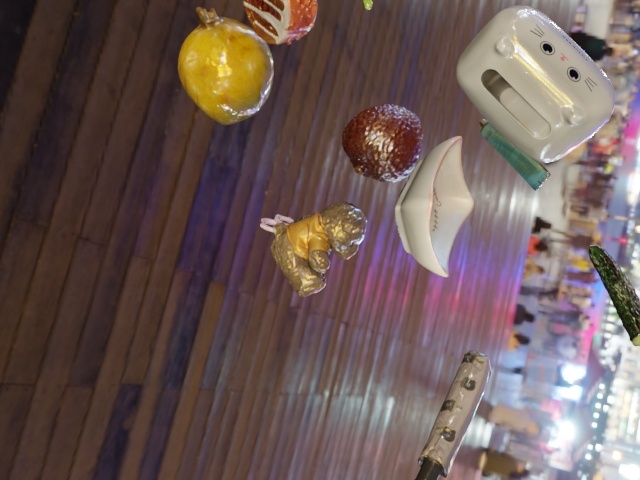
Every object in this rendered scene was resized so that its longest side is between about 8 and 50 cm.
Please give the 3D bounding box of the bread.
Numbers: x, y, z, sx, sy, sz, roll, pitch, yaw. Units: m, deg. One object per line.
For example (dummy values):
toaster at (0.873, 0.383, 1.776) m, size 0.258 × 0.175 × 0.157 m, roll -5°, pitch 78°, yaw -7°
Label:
bread at (-0.079, -0.455, 1.382) m, size 0.073 × 0.160 × 0.160 m, roll -25°, pitch 126°, yaw -35°

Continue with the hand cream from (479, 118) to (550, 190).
hand cream at (0.480, -0.223, 1.812) m, size 0.048 × 0.224 × 0.083 m, roll -33°, pitch 163°, yaw -25°

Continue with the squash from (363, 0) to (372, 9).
squash at (0.136, -0.723, 2.145) m, size 0.027 × 0.027 × 0.089 m, roll 35°, pitch 44°, yaw -65°

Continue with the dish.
dish at (0.183, -0.058, 1.177) m, size 0.212 × 0.077 × 0.151 m, roll -59°, pitch 141°, yaw -46°

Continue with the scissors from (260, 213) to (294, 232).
scissors at (-0.066, -0.015, 1.906) m, size 0.110 × 0.212 × 0.021 m, roll -15°, pitch 126°, yaw -44°

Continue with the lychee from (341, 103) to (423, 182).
lychee at (0.142, -0.219, 1.643) m, size 0.194 × 0.194 × 0.194 m, roll 11°, pitch 90°, yaw -67°

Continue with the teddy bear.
teddy bear at (0.000, 0.000, 1.351) m, size 0.140 × 0.190 × 0.177 m, roll 60°, pitch 4°, yaw -12°

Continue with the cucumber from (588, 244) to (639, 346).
cucumber at (0.727, 0.119, 1.761) m, size 0.067 × 0.067 × 0.293 m, roll 68°, pitch 8°, yaw -52°

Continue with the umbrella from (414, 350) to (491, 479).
umbrella at (0.276, 0.374, 1.509) m, size 0.337 × 0.067 × 0.073 m, roll -56°, pitch 131°, yaw -35°

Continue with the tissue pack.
tissue pack at (0.464, -0.337, 1.585) m, size 0.229 × 0.333 × 0.236 m, roll -46°, pitch 177°, yaw 41°

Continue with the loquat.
loquat at (-0.202, -0.373, 1.513) m, size 0.213 × 0.213 × 0.246 m, roll -60°, pitch 145°, yaw -38°
